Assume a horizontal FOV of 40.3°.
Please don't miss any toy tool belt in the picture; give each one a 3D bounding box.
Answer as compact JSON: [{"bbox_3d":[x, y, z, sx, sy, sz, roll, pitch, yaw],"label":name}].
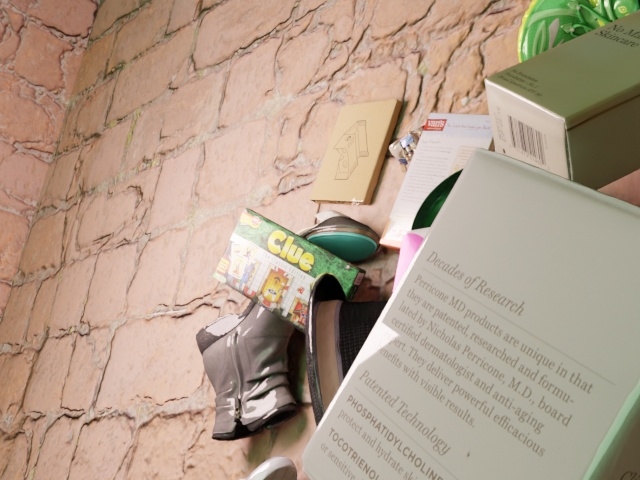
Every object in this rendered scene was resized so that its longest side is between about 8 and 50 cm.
[{"bbox_3d":[0.159,-0.153,1.472,0.083,0.052,0.051,-33,77,40],"label":"toy tool belt"}]

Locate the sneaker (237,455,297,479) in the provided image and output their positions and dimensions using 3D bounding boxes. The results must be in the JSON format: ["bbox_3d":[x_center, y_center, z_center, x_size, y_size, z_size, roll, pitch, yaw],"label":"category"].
[{"bbox_3d":[-0.136,0.433,1.431,0.258,0.094,0.091,-52,42,17],"label":"sneaker"}]

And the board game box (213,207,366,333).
[{"bbox_3d":[-0.057,0.056,1.444,0.260,0.030,0.136,27,93,33],"label":"board game box"}]

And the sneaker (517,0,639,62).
[{"bbox_3d":[0.398,-0.335,1.222,0.295,0.109,0.123,-43,37,26],"label":"sneaker"}]

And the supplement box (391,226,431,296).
[{"bbox_3d":[0.208,0.069,1.114,0.114,0.220,0.111,-9,61,49],"label":"supplement box"}]

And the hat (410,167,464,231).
[{"bbox_3d":[0.243,0.009,1.147,0.208,0.173,0.183,-50,35,14],"label":"hat"}]

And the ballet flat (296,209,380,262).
[{"bbox_3d":[0.000,0.000,1.536,0.280,0.095,0.096,-22,41,43],"label":"ballet flat"}]

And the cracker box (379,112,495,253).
[{"bbox_3d":[0.201,-0.079,1.348,0.156,0.067,0.232,15,81,53],"label":"cracker box"}]

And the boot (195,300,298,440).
[{"bbox_3d":[-0.071,0.199,1.505,0.338,0.118,0.222,-39,52,31],"label":"boot"}]

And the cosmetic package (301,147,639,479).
[{"bbox_3d":[0.260,0.178,0.889,0.393,0.329,0.327,-61,35,3],"label":"cosmetic package"}]

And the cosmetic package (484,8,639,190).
[{"bbox_3d":[0.368,-0.178,1.020,0.309,0.113,0.160,-27,35,-13],"label":"cosmetic package"}]

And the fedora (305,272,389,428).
[{"bbox_3d":[0.087,0.196,1.205,0.152,0.334,0.334,-13,53,11],"label":"fedora"}]

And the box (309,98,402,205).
[{"bbox_3d":[0.063,-0.162,1.613,0.164,0.021,0.201,5,74,53],"label":"box"}]
